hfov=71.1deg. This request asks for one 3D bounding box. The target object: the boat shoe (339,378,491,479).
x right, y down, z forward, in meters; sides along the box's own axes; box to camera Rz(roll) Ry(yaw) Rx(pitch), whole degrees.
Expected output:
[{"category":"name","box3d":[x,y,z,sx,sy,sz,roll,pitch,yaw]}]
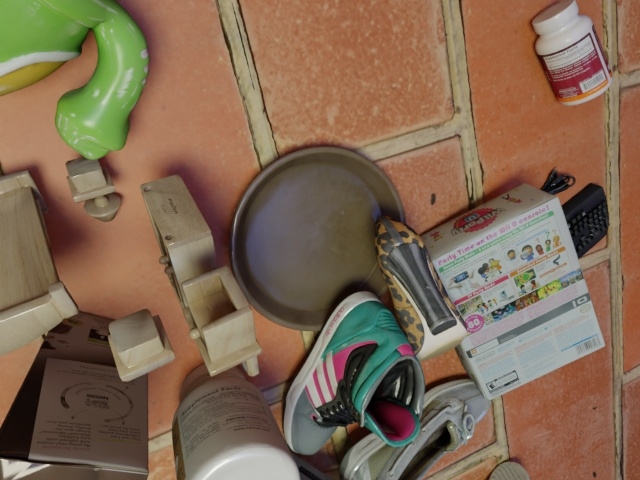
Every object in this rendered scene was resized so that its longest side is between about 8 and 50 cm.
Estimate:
[{"category":"boat shoe","box3d":[0.186,0.348,0.771,0.321,0.103,0.118,-18,118,-28]}]

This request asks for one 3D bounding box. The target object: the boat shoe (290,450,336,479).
[{"category":"boat shoe","box3d":[-0.007,0.401,0.659,0.095,0.258,0.084,24,88,-54]}]

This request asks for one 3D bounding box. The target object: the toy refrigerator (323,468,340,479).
[{"category":"toy refrigerator","box3d":[-0.003,0.467,0.748,0.270,0.094,0.102,-3,104,-20]}]

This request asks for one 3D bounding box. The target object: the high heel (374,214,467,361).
[{"category":"high heel","box3d":[0.142,0.079,0.690,0.093,0.186,0.261,-24,151,-1]}]

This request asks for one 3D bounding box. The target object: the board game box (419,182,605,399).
[{"category":"board game box","box3d":[0.312,0.092,0.753,0.224,0.097,0.303,-27,112,3]}]

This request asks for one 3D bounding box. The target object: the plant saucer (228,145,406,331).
[{"category":"plant saucer","box3d":[0.000,0.000,0.670,0.278,0.041,0.277,-5,104,-20]}]

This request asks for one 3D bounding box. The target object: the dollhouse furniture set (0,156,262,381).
[{"category":"dollhouse furniture set","box3d":[-0.282,0.086,0.464,0.356,0.303,0.173,-22,142,-22]}]

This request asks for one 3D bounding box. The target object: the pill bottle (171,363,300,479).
[{"category":"pill bottle","box3d":[-0.121,0.253,0.577,0.131,0.229,0.131,-5,104,-20]}]

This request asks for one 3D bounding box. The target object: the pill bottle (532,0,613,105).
[{"category":"pill bottle","box3d":[0.409,-0.307,0.733,0.086,0.086,0.152,-42,113,-8]}]

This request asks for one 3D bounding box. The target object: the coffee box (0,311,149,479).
[{"category":"coffee box","box3d":[-0.267,0.210,0.472,0.119,0.297,0.168,21,94,-24]}]

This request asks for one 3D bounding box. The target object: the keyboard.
[{"category":"keyboard","box3d":[0.417,-0.003,0.838,0.317,0.033,0.201,-37,112,-11]}]

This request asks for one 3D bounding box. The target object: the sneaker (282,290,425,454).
[{"category":"sneaker","box3d":[0.053,0.242,0.651,0.124,0.178,0.295,11,110,-34]}]

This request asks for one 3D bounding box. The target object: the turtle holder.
[{"category":"turtle holder","box3d":[-0.322,-0.237,0.409,0.227,0.243,0.320,-43,154,8]}]

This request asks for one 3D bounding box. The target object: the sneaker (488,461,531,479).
[{"category":"sneaker","box3d":[0.351,0.604,0.887,0.282,0.102,0.161,-36,120,-30]}]
